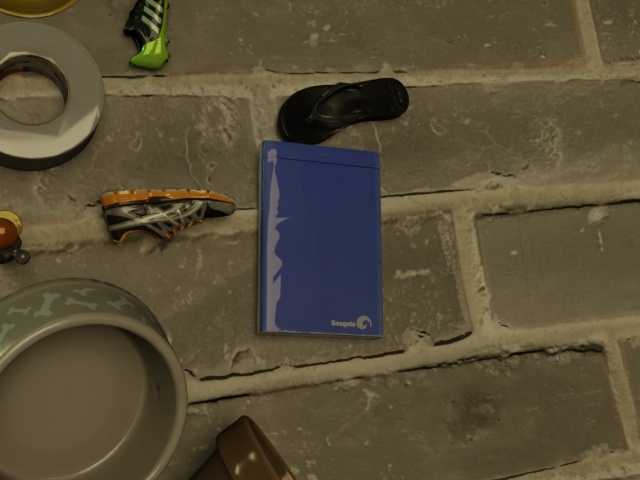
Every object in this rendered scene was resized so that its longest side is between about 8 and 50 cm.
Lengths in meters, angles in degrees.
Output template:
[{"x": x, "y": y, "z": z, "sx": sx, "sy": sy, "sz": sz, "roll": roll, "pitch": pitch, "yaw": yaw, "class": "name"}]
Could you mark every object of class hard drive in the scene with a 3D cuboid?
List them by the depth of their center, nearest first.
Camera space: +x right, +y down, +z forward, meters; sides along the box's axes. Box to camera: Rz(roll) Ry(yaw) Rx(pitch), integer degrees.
[{"x": 0.000, "y": 0.000, "z": 1.606, "sx": 0.210, "sy": 0.040, "sz": 0.318, "roll": 4, "pitch": 76, "yaw": -19, "class": "hard drive"}]

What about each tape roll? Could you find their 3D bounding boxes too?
[{"x": -0.445, "y": -0.219, "z": 1.480, "sx": 0.219, "sy": 0.072, "sz": 0.219, "roll": 4, "pitch": 76, "yaw": -18, "class": "tape roll"}]

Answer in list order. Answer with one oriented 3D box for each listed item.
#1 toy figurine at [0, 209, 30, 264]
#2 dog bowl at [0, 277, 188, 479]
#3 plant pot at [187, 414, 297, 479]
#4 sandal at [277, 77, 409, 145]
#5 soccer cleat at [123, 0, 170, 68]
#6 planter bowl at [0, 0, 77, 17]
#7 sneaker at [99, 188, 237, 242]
[{"x": -0.507, "y": 0.067, "z": 1.351, "sx": 0.213, "sy": 0.148, "sz": 0.209, "roll": -3, "pitch": 79, "yaw": -20, "class": "toy figurine"}, {"x": -0.338, "y": 0.231, "z": 1.317, "sx": 0.349, "sy": 0.102, "sz": 0.348, "roll": -10, "pitch": 108, "yaw": -31, "class": "dog bowl"}, {"x": -0.129, "y": 0.416, "z": 1.377, "sx": 0.229, "sy": 0.263, "sz": 0.263, "roll": -33, "pitch": 90, "yaw": -4, "class": "plant pot"}, {"x": 0.040, "y": -0.235, "z": 1.666, "sx": 0.255, "sy": 0.054, "sz": 0.097, "roll": -20, "pitch": 85, "yaw": -23, "class": "sandal"}, {"x": -0.284, "y": -0.368, "z": 1.579, "sx": 0.072, "sy": 0.060, "sz": 0.178, "roll": -1, "pitch": 81, "yaw": -18, "class": "soccer cleat"}, {"x": -0.462, "y": -0.469, "z": 1.521, "sx": 0.217, "sy": 0.090, "sz": 0.217, "roll": 5, "pitch": 76, "yaw": -18, "class": "planter bowl"}, {"x": -0.236, "y": -0.041, "z": 1.517, "sx": 0.215, "sy": 0.084, "sz": 0.083, "roll": -3, "pitch": 92, "yaw": -17, "class": "sneaker"}]
